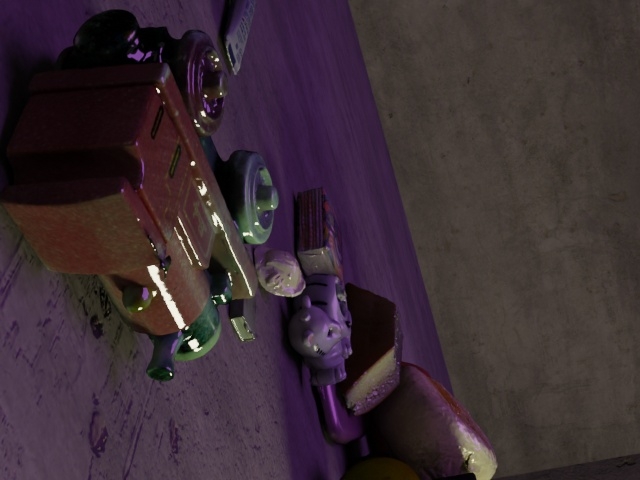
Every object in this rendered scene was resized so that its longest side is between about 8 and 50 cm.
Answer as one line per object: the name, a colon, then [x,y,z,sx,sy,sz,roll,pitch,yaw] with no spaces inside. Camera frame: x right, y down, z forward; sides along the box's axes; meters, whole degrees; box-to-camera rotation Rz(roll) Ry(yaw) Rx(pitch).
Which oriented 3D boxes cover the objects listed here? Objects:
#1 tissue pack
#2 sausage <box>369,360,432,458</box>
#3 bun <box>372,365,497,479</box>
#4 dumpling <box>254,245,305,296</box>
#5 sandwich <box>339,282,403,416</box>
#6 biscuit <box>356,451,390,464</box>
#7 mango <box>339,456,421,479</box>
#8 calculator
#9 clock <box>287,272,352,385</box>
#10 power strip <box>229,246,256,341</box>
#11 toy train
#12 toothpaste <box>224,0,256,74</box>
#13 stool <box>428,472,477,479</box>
tissue pack: [0.000,0.000,1.839,0.148,0.060,0.108,-91,167,-45]
sausage: [0.160,0.344,2.095,0.148,0.148,0.254,8,71,-80]
bun: [0.183,0.332,1.875,0.244,0.153,0.244,43,9,-9]
dumpling: [-0.055,0.042,1.496,0.057,0.052,0.076,-98,169,-52]
sandwich: [0.084,0.169,1.803,0.258,0.096,0.094,-84,162,-46]
biscuit: [0.121,0.524,1.863,0.350,0.070,0.394,-94,168,-60]
mango: [0.067,0.410,1.512,0.293,0.143,0.175,-61,146,-60]
calculator: [0.035,0.232,1.805,0.294,0.043,0.194,22,57,-77]
clock: [-0.005,0.110,1.621,0.176,0.080,0.117,-90,164,-45]
power strip: [-0.093,0.059,1.354,0.051,0.019,0.136,65,16,-45]
toy train: [-0.136,-0.029,0.911,0.304,0.150,0.221,69,23,-47]
toothpaste: [-0.119,-0.325,1.637,0.216,0.037,0.062,-85,161,-48]
stool: [0.204,0.479,1.711,0.232,0.141,0.232,-15,90,-84]
